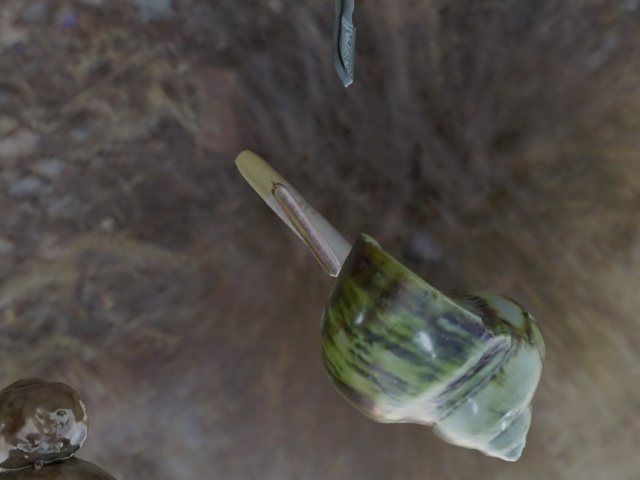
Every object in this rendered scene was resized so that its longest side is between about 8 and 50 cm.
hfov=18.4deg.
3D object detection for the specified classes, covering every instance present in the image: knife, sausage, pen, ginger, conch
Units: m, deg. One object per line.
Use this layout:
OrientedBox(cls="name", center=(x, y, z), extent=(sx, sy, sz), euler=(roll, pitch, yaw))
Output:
OrientedBox(cls="knife", center=(0.024, -0.215, 1.963), extent=(0.015, 0.210, 0.028), euler=(-26, 120, 19))
OrientedBox(cls="sausage", center=(-0.011, -0.009, 1.612), extent=(0.015, 0.100, 0.015), euler=(-32, -164, 11))
OrientedBox(cls="pen", center=(0.000, 0.000, 1.839), extent=(0.040, 0.233, 0.032), euler=(-25, 154, -53))
OrientedBox(cls="ginger", center=(-0.209, 0.263, 1.656), extent=(0.155, 0.244, 0.304), euler=(-17, 135, -14))
OrientedBox(cls="conch", center=(0.084, 0.084, 1.454), extent=(0.187, 0.181, 0.124), euler=(177, -64, -85))
